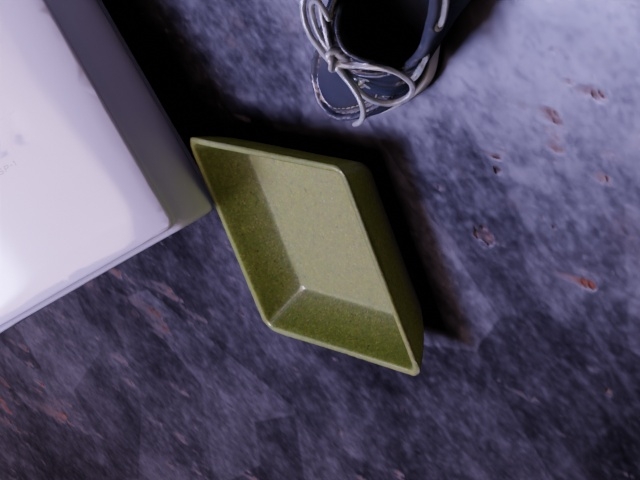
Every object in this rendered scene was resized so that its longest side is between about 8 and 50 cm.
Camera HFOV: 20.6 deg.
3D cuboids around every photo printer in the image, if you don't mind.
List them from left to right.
[{"bbox_3d":[-0.262,-0.099,1.440,0.256,0.107,0.307,-28,93,25],"label":"photo printer"}]

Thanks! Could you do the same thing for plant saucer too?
[{"bbox_3d":[0.000,0.000,1.356,0.188,0.045,0.188,14,133,48],"label":"plant saucer"}]

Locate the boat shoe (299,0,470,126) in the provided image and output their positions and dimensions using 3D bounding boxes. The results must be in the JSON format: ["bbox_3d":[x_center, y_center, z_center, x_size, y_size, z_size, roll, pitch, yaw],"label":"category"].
[{"bbox_3d":[0.040,-0.136,1.110,0.095,0.079,0.254,52,151,0],"label":"boat shoe"}]
